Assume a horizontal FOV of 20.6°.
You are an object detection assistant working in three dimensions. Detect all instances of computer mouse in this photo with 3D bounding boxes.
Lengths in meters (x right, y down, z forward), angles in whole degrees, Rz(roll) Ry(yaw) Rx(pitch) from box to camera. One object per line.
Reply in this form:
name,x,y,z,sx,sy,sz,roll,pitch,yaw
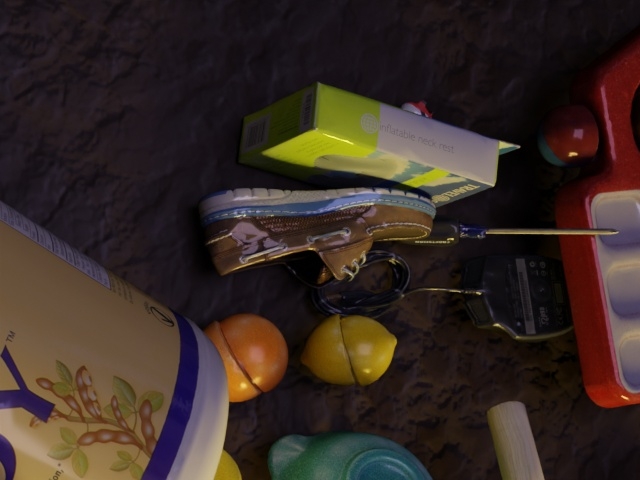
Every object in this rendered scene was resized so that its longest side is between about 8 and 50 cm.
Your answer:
computer mouse,0.099,0.044,1.347,0.242,0.041,0.071,4,72,-25

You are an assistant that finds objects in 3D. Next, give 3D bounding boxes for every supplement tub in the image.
supplement tub,-0.244,0.079,1.003,0.331,0.241,0.241,34,67,-24

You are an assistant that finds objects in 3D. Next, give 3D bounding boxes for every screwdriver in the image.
screwdriver,0.139,-0.004,1.325,0.024,0.170,0.025,-75,167,-58

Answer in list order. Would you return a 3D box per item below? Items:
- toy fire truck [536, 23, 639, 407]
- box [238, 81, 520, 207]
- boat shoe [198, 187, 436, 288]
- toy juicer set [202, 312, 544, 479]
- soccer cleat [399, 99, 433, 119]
toy fire truck,0.291,-0.032,1.393,0.254,0.169,0.302,-7,85,-32
box,0.043,-0.063,1.279,0.178,0.109,0.042,15,71,-29
boat shoe,0.000,0.000,1.270,0.183,0.066,0.066,-1,78,-22
toy juicer set,0.035,0.163,1.246,0.329,0.089,0.209,21,53,-15
soccer cleat,0.089,-0.072,1.358,0.083,0.029,0.035,45,72,-15
